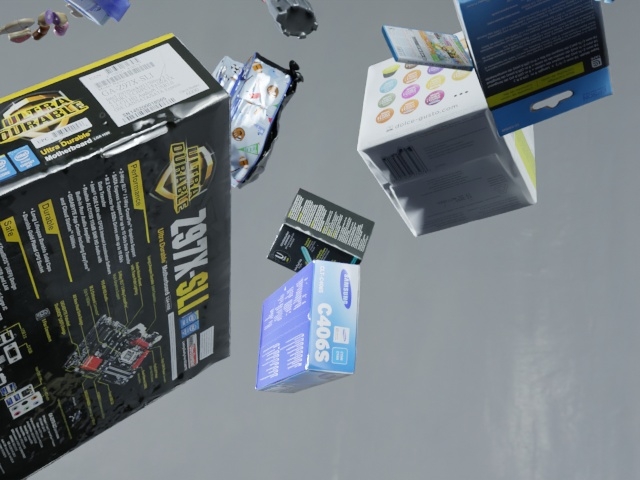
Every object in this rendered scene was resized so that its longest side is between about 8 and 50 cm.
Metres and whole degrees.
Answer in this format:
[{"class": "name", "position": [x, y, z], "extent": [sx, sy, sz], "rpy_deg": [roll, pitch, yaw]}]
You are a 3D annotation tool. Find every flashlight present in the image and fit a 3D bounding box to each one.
[{"class": "flashlight", "position": [-0.076, -0.533, 1.826], "extent": [0.103, 0.103, 0.304], "rpy_deg": [-31, 39, 4]}]

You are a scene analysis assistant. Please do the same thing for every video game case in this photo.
[{"class": "video game case", "position": [0.212, -0.383, 1.644], "extent": [0.119, 0.166, 0.015], "rpy_deg": [-105, 25, -44]}]

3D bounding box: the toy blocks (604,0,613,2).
[{"class": "toy blocks", "position": [0.495, -0.496, 1.299], "extent": [0.191, 0.381, 0.261], "rpy_deg": [96, -175, -86]}]

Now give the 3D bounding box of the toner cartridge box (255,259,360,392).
[{"class": "toner cartridge box", "position": [-0.028, 0.151, 1.338], "extent": [0.348, 0.075, 0.165], "rpy_deg": [139, 135, -68]}]

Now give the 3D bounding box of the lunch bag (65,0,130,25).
[{"class": "lunch bag", "position": [-0.324, -0.373, 0.966], "extent": [0.115, 0.243, 0.303], "rpy_deg": [-44, 1, 5]}]

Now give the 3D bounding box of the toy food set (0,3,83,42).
[{"class": "toy food set", "position": [-0.425, -0.323, 1.259], "extent": [0.078, 0.122, 0.019], "rpy_deg": [26, -135, -84]}]

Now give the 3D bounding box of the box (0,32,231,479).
[{"class": "box", "position": [-0.188, 0.041, 0.592], "extent": [0.079, 0.257, 0.322], "rpy_deg": [45, 150, 26]}]

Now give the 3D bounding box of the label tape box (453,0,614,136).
[{"class": "label tape box", "position": [0.394, -0.380, 1.532], "extent": [0.334, 0.240, 0.106], "rpy_deg": [60, -166, -46]}]

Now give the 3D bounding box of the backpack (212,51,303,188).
[{"class": "backpack", "position": [-0.181, -0.260, 1.834], "extent": [0.276, 0.213, 0.263], "rpy_deg": [130, 154, -65]}]

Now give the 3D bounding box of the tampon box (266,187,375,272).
[{"class": "tampon box", "position": [0.000, 0.000, 1.562], "extent": [0.120, 0.161, 0.101], "rpy_deg": [120, 174, -49]}]

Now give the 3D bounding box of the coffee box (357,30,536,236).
[{"class": "coffee box", "position": [0.327, -0.273, 2.078], "extent": [0.337, 0.338, 0.334], "rpy_deg": [-15, 43, 27]}]
